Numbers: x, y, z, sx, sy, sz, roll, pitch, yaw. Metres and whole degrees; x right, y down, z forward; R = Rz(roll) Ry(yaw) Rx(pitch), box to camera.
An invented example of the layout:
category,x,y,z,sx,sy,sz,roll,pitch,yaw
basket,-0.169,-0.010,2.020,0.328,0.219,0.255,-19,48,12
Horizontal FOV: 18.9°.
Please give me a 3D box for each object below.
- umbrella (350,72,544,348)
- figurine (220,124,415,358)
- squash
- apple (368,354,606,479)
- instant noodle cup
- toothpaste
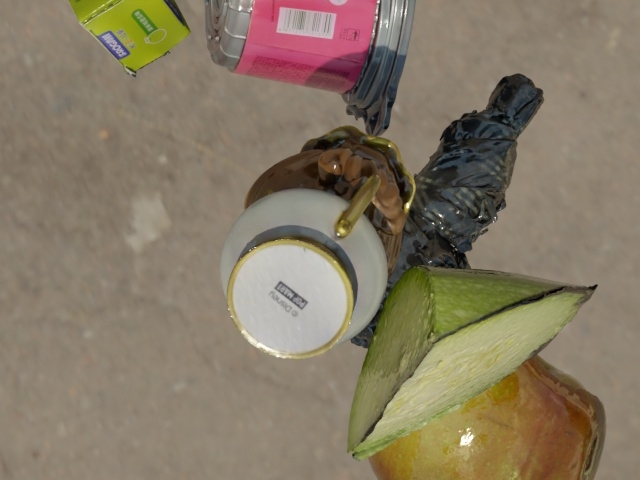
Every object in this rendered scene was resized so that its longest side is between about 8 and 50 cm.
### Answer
category,x,y,z,sx,sy,sz,roll,pitch,yaw
umbrella,0.118,-0.031,2.063,0.336,0.154,0.128,-64,149,-16
figurine,0.000,0.000,1.603,0.142,0.263,0.189,44,112,-7
squash,0.098,0.058,1.391,0.184,0.085,0.192,-21,159,-34
apple,0.161,0.176,1.868,0.237,0.237,0.207,17,111,-30
instant noodle cup,-0.019,-0.260,1.980,0.182,0.302,0.258,4,154,-14
toothpaste,-0.236,-0.316,1.854,0.077,0.327,0.110,-31,151,4
